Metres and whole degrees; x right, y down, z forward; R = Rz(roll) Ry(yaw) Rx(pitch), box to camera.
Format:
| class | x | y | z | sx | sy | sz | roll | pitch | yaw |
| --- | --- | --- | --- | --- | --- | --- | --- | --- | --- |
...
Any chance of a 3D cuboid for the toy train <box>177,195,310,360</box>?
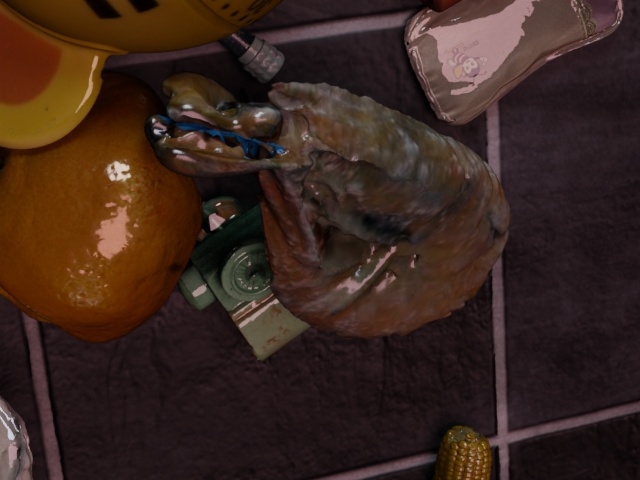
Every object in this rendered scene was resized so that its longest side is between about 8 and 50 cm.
| class | x | y | z | sx | sy | sz | roll | pitch | yaw |
| --- | --- | --- | --- | --- | --- | --- | --- | --- | --- |
| toy train | 0.000 | 0.000 | 1.341 | 0.285 | 0.116 | 0.177 | -36 | 128 | -6 |

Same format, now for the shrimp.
| class | x | y | z | sx | sy | sz | roll | pitch | yaw |
| --- | --- | --- | --- | --- | --- | --- | --- | --- | --- |
| shrimp | 0.012 | -0.030 | 1.191 | 0.221 | 0.110 | 0.445 | -50 | 137 | 11 |

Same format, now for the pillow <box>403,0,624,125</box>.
| class | x | y | z | sx | sy | sz | roll | pitch | yaw |
| --- | --- | --- | --- | --- | --- | --- | --- | --- | --- |
| pillow | 0.195 | -0.220 | 1.363 | 0.232 | 0.038 | 0.131 | -32 | 111 | -6 |

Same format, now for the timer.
| class | x | y | z | sx | sy | sz | roll | pitch | yaw |
| --- | --- | --- | --- | --- | --- | --- | --- | --- | --- |
| timer | -0.178 | -0.295 | 1.049 | 0.387 | 0.376 | 0.376 | -23 | 116 | 12 |

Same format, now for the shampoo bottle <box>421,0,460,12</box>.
| class | x | y | z | sx | sy | sz | roll | pitch | yaw |
| --- | --- | --- | --- | --- | --- | --- | --- | --- | --- |
| shampoo bottle | 0.192 | -0.314 | 1.306 | 0.244 | 0.085 | 0.085 | -34 | 116 | -7 |

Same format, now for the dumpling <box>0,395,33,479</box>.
| class | x | y | z | sx | sy | sz | roll | pitch | yaw |
| --- | --- | --- | --- | --- | --- | --- | --- | --- | --- |
| dumpling | -0.394 | 0.298 | 1.276 | 0.260 | 0.181 | 0.341 | 11 | 136 | -1 |

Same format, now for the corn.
| class | x | y | z | sx | sy | sz | roll | pitch | yaw |
| --- | --- | --- | --- | --- | --- | --- | --- | --- | --- |
| corn | 0.152 | 0.306 | 1.518 | 0.068 | 0.068 | 0.207 | -2 | 107 | -19 |

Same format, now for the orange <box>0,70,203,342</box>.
| class | x | y | z | sx | sy | sz | roll | pitch | yaw |
| --- | --- | --- | --- | --- | --- | --- | --- | --- | --- |
| orange | -0.215 | -0.041 | 1.169 | 0.183 | 0.249 | 0.249 | 25 | 99 | -36 |

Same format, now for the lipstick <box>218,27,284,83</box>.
| class | x | y | z | sx | sy | sz | roll | pitch | yaw |
| --- | --- | --- | --- | --- | --- | --- | --- | --- | --- |
| lipstick | -0.087 | -0.197 | 1.274 | 0.116 | 0.037 | 0.037 | 39 | 93 | -23 |
